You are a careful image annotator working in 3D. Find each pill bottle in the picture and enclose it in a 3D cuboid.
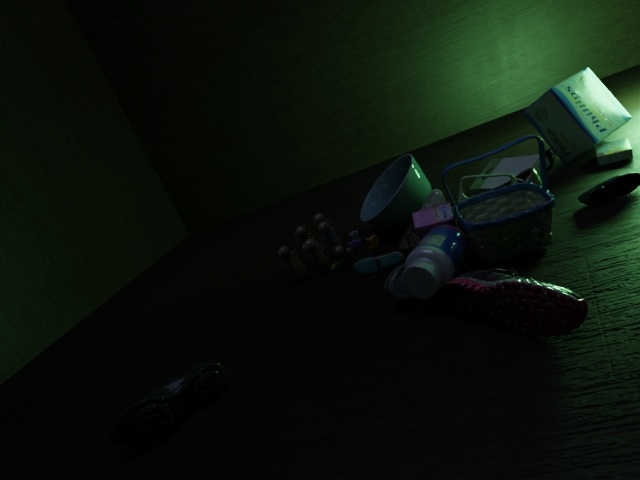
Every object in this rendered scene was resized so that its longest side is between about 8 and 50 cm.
[{"bbox_3d":[0.290,0.055,1.029,0.124,0.124,0.221,-9,20,40],"label":"pill bottle"}]

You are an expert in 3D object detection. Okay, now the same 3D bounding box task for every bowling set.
[{"bbox_3d":[0.000,0.000,1.493,0.200,0.154,0.287,-13,34,49],"label":"bowling set"}]

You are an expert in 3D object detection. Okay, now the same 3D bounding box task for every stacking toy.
[{"bbox_3d":[0.101,0.033,1.564,0.221,0.052,0.167,-29,17,-16],"label":"stacking toy"}]

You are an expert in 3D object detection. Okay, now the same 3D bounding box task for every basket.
[{"bbox_3d":[0.477,-0.102,1.062,0.255,0.289,0.201,-21,17,10],"label":"basket"}]

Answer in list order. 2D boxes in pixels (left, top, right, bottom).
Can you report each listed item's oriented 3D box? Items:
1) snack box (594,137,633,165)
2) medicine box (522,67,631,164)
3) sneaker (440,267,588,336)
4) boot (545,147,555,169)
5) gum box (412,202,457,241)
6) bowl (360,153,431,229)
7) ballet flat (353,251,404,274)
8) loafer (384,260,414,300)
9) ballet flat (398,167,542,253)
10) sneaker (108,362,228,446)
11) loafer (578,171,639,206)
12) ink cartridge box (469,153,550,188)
[{"bbox_3d":[1.030,-0.312,1.425,0.100,0.037,0.141,-10,21,35],"label":"snack box"},{"bbox_3d":[0.983,-0.480,1.556,0.289,0.263,0.149,-31,-9,-26],"label":"medicine box"},{"bbox_3d":[0.391,0.105,0.836,0.112,0.121,0.299,-29,17,-25],"label":"sneaker"},{"bbox_3d":[0.827,-0.299,1.579,0.219,0.082,0.106,-35,23,-30],"label":"boot"},{"bbox_3d":[0.347,-0.018,1.185,0.107,0.188,0.062,-16,50,19],"label":"gum box"},{"bbox_3d":[0.314,-0.165,1.582,0.311,0.163,0.311,-53,13,19],"label":"bowl"},{"bbox_3d":[0.194,0.078,1.326,0.168,0.057,0.052,-13,-9,19],"label":"ballet flat"},{"bbox_3d":[0.249,0.103,1.119,0.251,0.094,0.087,-27,-10,-46],"label":"loafer"},{"bbox_3d":[0.464,-0.115,1.311,0.483,0.182,0.164,-19,18,14],"label":"ballet flat"},{"bbox_3d":[-0.373,0.399,1.004,0.286,0.109,0.130,-23,7,-33],"label":"sneaker"},{"bbox_3d":[0.827,-0.151,1.160,0.170,0.062,0.061,-21,12,2],"label":"loafer"},{"bbox_3d":[0.699,-0.238,1.509,0.171,0.056,0.235,-50,19,-11],"label":"ink cartridge box"}]
